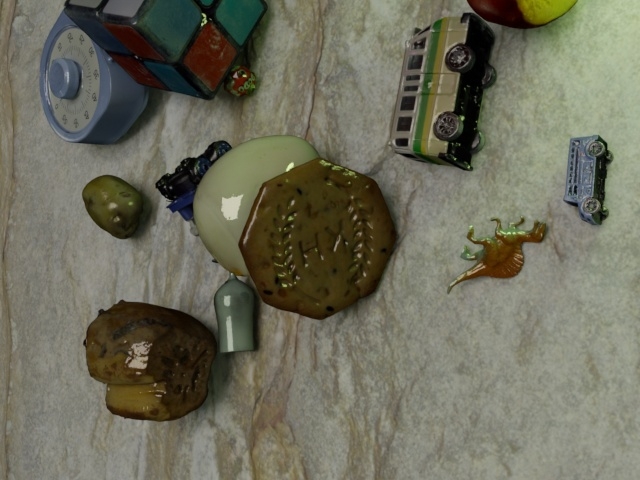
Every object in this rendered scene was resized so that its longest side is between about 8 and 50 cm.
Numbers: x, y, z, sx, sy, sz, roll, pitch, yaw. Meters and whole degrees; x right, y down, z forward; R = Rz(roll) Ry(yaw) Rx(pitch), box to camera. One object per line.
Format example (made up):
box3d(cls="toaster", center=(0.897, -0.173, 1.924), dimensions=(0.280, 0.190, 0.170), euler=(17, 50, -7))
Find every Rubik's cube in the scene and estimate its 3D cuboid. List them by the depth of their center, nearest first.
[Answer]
box3d(cls="Rubik's cube", center=(-0.380, -0.580, 1.927), dimensions=(0.313, 0.318, 0.316), euler=(20, 76, 37))

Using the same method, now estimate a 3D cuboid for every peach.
box3d(cls="peach", center=(0.392, -0.532, 1.509), dimensions=(0.275, 0.248, 0.245), euler=(-50, 18, -26))

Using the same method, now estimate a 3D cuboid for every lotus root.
box3d(cls="lotus root", center=(-0.406, 0.299, 1.862), dimensions=(0.250, 0.316, 0.316), euler=(1, 83, 43))

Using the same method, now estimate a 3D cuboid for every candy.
box3d(cls="candy", center=(-0.278, -0.446, 2.050), dimensions=(0.287, 0.084, 0.078), euler=(28, 89, 41))

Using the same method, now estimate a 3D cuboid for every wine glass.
box3d(cls="wine glass", center=(-0.211, 0.159, 1.887), dimensions=(0.103, 0.103, 0.231), euler=(-9, 82, 32))

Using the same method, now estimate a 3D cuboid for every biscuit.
box3d(cls="biscuit", center=(0.001, 0.000, 1.660), dimensions=(0.046, 0.359, 0.359), euler=(29, 100, 66))

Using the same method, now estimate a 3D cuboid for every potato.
box3d(cls="potato", center=(-0.576, -0.098, 2.143), dimensions=(0.200, 0.137, 0.154), euler=(42, 106, 29))

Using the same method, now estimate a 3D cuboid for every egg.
box3d(cls="egg", center=(-0.133, -0.089, 1.770), dimensions=(0.283, 0.283, 0.345), euler=(33, 77, 32))

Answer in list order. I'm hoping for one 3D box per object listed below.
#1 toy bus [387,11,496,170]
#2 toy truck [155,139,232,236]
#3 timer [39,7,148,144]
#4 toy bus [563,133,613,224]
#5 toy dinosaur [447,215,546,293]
box3d(cls="toy bus", center=(0.256, -0.314, 1.634), dimensions=(0.179, 0.143, 0.305), euler=(9, 89, 35))
box3d(cls="toy truck", center=(-0.284, -0.131, 1.930), dimensions=(0.161, 0.213, 0.177), euler=(-23, 107, 39))
box3d(cls="timer", center=(-0.684, -0.449, 2.211), dimensions=(0.395, 0.173, 0.395), euler=(5, 97, 41))
box3d(cls="toy bus", center=(0.512, -0.113, 1.477), dimensions=(0.076, 0.073, 0.167), euler=(2, 80, 36))
box3d(cls="toy dinosaur", center=(0.359, 0.035, 1.576), dimensions=(0.142, 0.057, 0.212), euler=(23, 107, 14))
